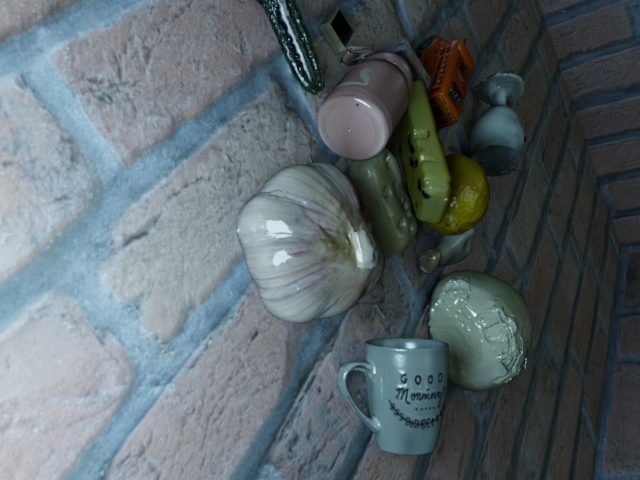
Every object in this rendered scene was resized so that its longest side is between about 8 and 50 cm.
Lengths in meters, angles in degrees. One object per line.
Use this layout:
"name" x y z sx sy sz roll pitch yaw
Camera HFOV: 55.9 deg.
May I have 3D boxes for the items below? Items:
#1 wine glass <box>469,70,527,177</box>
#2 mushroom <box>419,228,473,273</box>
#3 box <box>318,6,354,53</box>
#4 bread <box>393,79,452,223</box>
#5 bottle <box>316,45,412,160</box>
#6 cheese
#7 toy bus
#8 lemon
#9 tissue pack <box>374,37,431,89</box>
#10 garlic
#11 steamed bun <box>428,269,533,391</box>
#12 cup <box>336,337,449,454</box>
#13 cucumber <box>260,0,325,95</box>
"wine glass" 0.601 -0.390 2.045 0.190 0.190 0.357 36 52 -42
"mushroom" 0.351 0.025 1.704 0.225 0.093 0.116 -26 148 -33
"box" 0.041 -0.511 1.472 0.083 0.035 0.079 50 46 -32
"bread" 0.250 -0.226 1.520 0.138 0.077 0.362 102 -17 -58
"bottle" 0.107 -0.343 1.416 0.206 0.173 0.297 35 47 -3
"cheese" 0.156 -0.101 1.475 0.159 0.093 0.263 -45 118 -50
"toy bus" 0.356 -0.475 1.773 0.143 0.153 0.329 48 47 -32
"lemon" 0.363 -0.128 1.659 0.204 0.204 0.260 47 42 -35
"tissue pack" 0.216 -0.456 1.622 0.148 0.108 0.060 46 45 -35
"garlic" -0.014 0.001 1.143 0.322 0.241 0.322 39 33 -31
"steamed bun" 0.467 0.238 1.678 0.312 0.232 0.334 -21 100 -51
"cup" 0.156 0.340 1.330 0.257 0.186 0.234 3 86 -22
"cucumber" -0.061 -0.436 1.297 0.077 0.077 0.265 -46 120 -47
